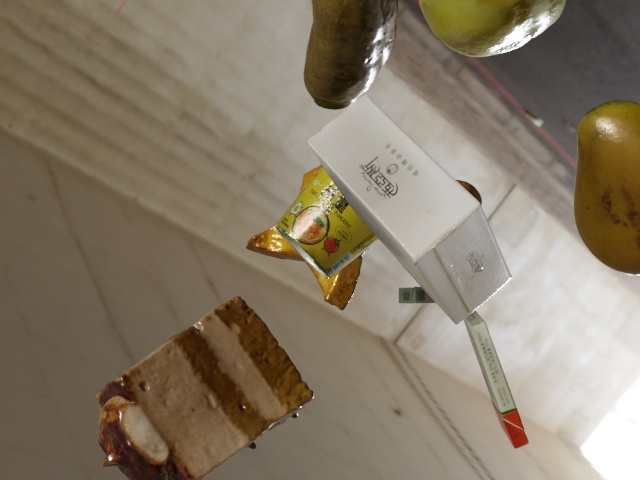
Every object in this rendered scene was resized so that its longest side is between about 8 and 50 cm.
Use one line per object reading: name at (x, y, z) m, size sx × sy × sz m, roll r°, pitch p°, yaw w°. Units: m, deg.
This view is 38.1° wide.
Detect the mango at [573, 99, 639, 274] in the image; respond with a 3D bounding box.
mango at (0.645, -0.109, 1.904) m, size 0.221 × 0.263 × 0.378 m, roll -48°, pitch -57°, yaw -54°

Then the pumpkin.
pumpkin at (-0.003, -0.026, 1.913) m, size 0.095 × 0.258 × 0.290 m, roll 2°, pitch -154°, yaw -48°

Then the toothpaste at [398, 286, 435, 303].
toothpaste at (0.224, 0.109, 1.857) m, size 0.164 × 0.034 × 0.046 m, roll 3°, pitch 176°, yaw -44°

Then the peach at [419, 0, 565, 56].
peach at (0.382, -0.569, 2.075) m, size 0.315 × 0.314 × 0.282 m, roll 126°, pitch 131°, yaw -82°

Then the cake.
cake at (-0.186, 0.240, 1.291) m, size 0.196 × 0.293 × 0.198 m, roll 55°, pitch 147°, yaw 3°

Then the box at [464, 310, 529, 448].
box at (0.329, 0.259, 1.760) m, size 0.139 × 0.035 × 0.245 m, roll -85°, pitch -24°, yaw -84°

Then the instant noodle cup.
instant noodle cup at (0.015, -0.026, 1.686) m, size 0.182 × 0.144 × 0.182 m, roll 45°, pitch 177°, yaw 4°

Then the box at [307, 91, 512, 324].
box at (0.125, -0.045, 1.294) m, size 0.274 × 0.116 × 0.203 m, roll 50°, pitch 180°, yaw 38°

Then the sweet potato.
sweet potato at (0.052, -0.351, 1.514) m, size 0.157 × 0.158 × 0.370 m, roll 38°, pitch 160°, yaw 8°

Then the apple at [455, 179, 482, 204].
apple at (0.218, -0.059, 1.507) m, size 0.083 × 0.071 × 0.084 m, roll 18°, pitch 161°, yaw 6°
